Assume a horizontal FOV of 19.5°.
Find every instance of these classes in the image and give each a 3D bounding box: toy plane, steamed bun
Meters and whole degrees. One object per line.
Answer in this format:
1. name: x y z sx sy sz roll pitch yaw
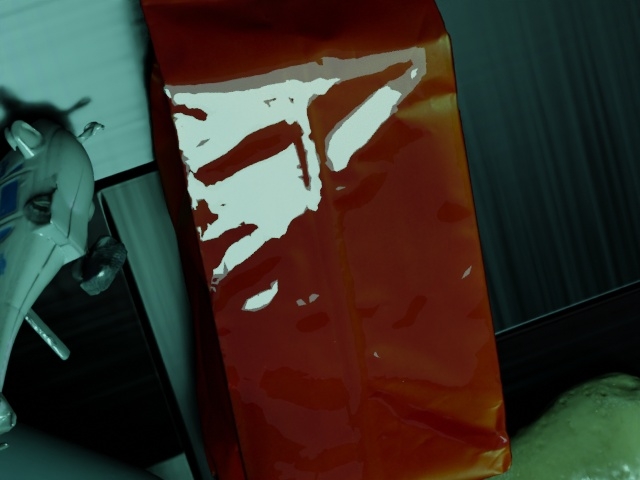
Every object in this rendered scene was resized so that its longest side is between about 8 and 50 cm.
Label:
1. toy plane: -0.187 0.018 1.103 0.107 0.273 0.182 -24 111 19
2. steamed bun: 0.190 0.202 1.324 0.231 0.110 0.212 11 103 -21

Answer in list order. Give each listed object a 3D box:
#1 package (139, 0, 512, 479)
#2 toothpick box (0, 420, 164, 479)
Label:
1. package: 0.000 0.001 1.211 0.196 0.123 0.423 -13 110 -12
2. toothpick box: -0.224 0.229 1.152 0.355 0.263 0.263 23 100 -20
